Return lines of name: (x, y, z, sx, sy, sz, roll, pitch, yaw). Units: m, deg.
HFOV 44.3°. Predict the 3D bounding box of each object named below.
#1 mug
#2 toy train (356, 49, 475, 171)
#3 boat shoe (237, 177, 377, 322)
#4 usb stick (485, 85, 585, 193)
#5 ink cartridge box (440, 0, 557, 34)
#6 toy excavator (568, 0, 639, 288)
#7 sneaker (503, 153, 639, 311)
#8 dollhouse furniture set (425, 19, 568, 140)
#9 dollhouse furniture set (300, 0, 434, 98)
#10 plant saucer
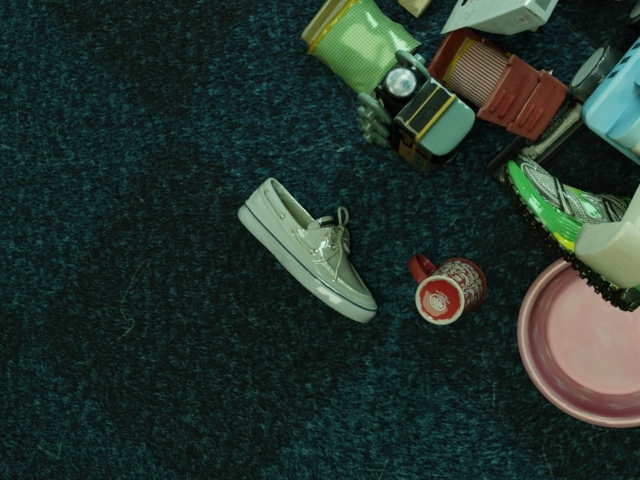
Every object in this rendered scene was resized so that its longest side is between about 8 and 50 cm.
mug: (0.227, 0.096, 1.493, 0.150, 0.169, 0.113, 12, 100, 19)
toy train: (0.169, -0.211, 1.406, 0.190, 0.334, 0.142, 42, 89, 6)
boat shoe: (0.003, -0.001, 1.601, 0.367, 0.136, 0.156, 44, 106, 22)
usb stick: (0.423, -0.201, 1.453, 0.278, 0.045, 0.077, -45, 73, 19)
ink cartridge box: (0.323, -0.427, 1.314, 0.066, 0.232, 0.189, 32, 79, -19)
toy excavator: (0.518, -0.176, 1.182, 0.222, 0.445, 0.433, 35, 109, -5)
sneaker: (0.454, -0.037, 1.365, 0.146, 0.134, 0.343, -42, 64, -1)
dollhouse furniture set: (0.361, -0.386, 1.352, 0.374, 0.152, 0.201, -61, 36, 16)
dollhouse furniture set: (0.097, -0.438, 1.495, 0.197, 0.151, 0.301, 44, 109, 11)
plant saucer: (0.531, 0.168, 1.430, 0.332, 0.084, 0.332, 2, 96, 22)
